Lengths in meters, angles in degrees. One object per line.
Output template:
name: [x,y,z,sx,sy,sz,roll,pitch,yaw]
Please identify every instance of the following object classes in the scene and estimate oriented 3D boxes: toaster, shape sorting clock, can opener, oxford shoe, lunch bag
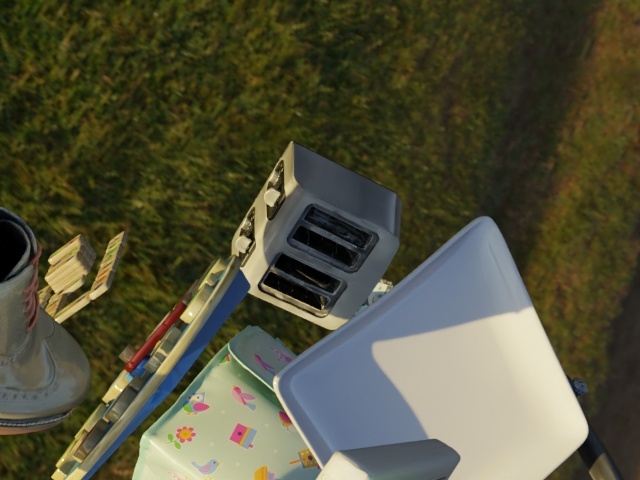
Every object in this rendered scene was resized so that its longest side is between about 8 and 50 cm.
toaster: [0.000,0.000,1.401,0.186,0.110,0.168,26,121,-13]
shape sorting clock: [-0.123,0.091,0.821,0.040,0.206,0.206,41,85,-3]
can opener: [0.290,0.219,1.291,0.073,0.186,0.059,-42,155,20]
oxford shoe: [-0.284,0.059,0.984,0.147,0.140,0.397,-23,151,11]
lunch bag: [-0.072,0.249,1.490,0.262,0.223,0.160,-47,166,-36]

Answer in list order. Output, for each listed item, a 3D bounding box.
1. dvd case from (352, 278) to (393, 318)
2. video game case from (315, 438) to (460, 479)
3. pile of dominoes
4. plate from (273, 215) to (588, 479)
dvd case: [0.036,0.076,1.687,0.119,0.013,0.087,16,130,-5]
video game case: [-0.007,0.167,0.529,0.173,0.022,0.190,-57,162,3]
pile of dominoes: [-0.357,0.062,1.575,0.196,0.251,0.040,-35,106,7]
plate: [0.109,0.158,1.120,0.278,0.045,0.277,-36,111,-22]
